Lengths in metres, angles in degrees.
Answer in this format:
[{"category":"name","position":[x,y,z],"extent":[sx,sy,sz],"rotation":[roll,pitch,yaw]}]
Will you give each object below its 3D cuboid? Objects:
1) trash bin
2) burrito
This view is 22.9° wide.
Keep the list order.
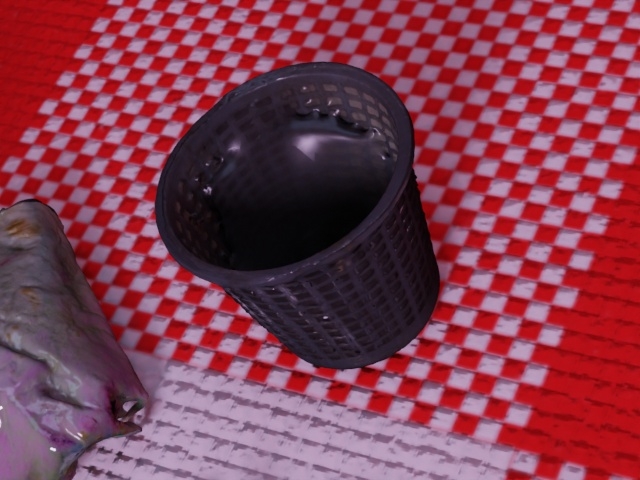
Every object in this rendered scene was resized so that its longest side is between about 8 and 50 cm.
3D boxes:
[{"category":"trash bin","position":[0.000,0.000,1.045],"extent":[0.176,0.161,0.175],"rotation":[-13,49,15]},{"category":"burrito","position":[-0.211,0.078,1.113],"extent":[0.144,0.089,0.229],"rotation":[-35,49,-5]}]
